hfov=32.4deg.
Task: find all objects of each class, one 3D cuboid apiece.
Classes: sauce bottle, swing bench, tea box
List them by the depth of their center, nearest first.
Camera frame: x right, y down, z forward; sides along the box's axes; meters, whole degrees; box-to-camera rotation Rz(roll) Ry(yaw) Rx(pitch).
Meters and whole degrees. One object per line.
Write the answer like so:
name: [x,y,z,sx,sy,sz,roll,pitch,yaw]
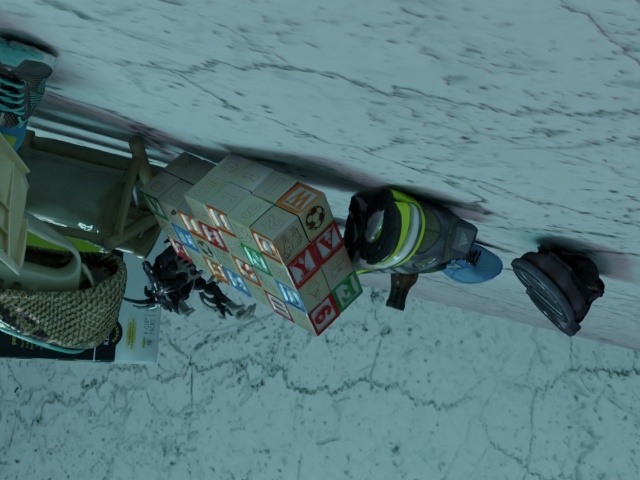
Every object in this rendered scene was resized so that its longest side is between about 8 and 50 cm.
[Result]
sauce bottle: [0.116,0.031,1.489,0.042,0.128,0.042,17,175,2]
swing bench: [-0.363,-0.077,1.571,0.253,0.165,0.254,14,175,6]
tea box: [-0.453,0.041,1.950,0.324,0.328,0.220,6,179,-21]

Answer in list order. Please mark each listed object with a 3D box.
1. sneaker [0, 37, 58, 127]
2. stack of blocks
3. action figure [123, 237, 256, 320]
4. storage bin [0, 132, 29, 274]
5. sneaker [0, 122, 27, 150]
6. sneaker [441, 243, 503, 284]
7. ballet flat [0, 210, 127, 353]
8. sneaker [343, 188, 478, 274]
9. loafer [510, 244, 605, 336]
sneaker: [-0.289,-0.145,1.051,0.065,0.076,0.166,15,175,-8]
stack of blocks: [-0.098,-0.017,1.388,0.297,0.087,0.171,26,150,42]
action figure: [-0.155,0.039,1.628,0.141,0.276,0.164,50,177,30]
storage bin: [-0.454,-0.052,1.122,0.262,0.123,0.260,4,166,-1]
sneaker: [-0.437,-0.161,1.192,0.208,0.127,0.319,3,168,2]
sneaker: [0.191,0.022,1.556,0.162,0.063,0.073,17,172,-22]
ballet flat: [-0.465,0.013,1.347,0.483,0.182,0.164,14,-151,-26]
sneaker: [0.100,0.003,1.383,0.121,0.111,0.300,12,178,-12]
loafer: [0.320,0.050,1.436,0.109,0.095,0.302,46,-178,20]
